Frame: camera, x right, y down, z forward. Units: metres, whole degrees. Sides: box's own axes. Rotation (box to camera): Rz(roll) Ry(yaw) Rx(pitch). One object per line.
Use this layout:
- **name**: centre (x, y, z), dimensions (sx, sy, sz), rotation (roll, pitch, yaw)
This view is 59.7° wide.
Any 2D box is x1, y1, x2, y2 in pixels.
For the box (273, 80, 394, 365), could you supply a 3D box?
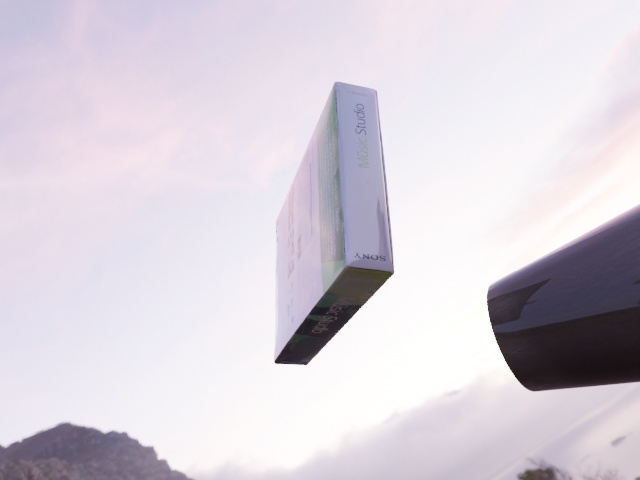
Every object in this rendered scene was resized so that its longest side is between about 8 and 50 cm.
- **box**: centre (0.000, 0.000, 0.697), dimensions (0.058, 0.233, 0.322), rotation (6, -29, -14)

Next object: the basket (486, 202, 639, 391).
- **basket**: centre (0.302, 0.062, 0.568), dimensions (0.226, 0.205, 0.154), rotation (-26, -49, 32)
